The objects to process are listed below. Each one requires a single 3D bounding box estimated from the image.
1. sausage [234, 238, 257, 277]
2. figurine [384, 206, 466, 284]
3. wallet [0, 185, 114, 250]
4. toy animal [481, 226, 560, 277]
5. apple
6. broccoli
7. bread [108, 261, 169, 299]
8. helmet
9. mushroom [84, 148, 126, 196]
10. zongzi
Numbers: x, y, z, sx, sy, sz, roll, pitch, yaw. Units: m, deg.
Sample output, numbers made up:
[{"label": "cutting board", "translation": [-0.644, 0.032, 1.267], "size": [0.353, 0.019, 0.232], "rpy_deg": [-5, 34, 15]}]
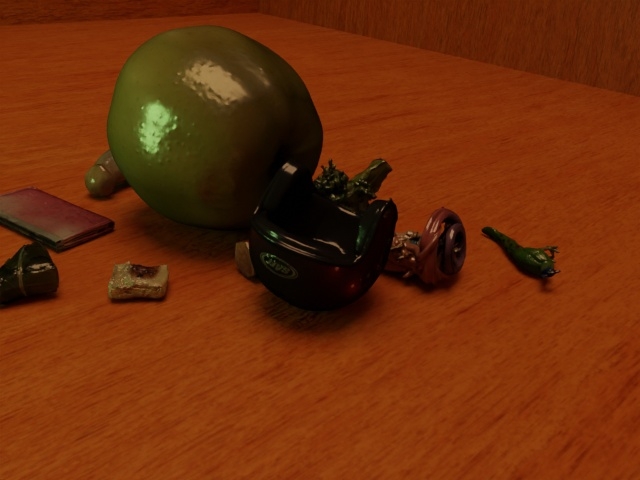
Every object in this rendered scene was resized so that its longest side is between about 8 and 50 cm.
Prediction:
[{"label": "sausage", "translation": [-0.051, 0.009, 1.045], "size": [0.169, 0.065, 0.065], "rpy_deg": [-15, 32, -36]}, {"label": "figurine", "translation": [0.151, 0.018, 1.030], "size": [0.157, 0.126, 0.114], "rpy_deg": [-15, 66, 15]}, {"label": "wallet", "translation": [-0.474, -0.044, 1.130], "size": [0.232, 0.025, 0.119], "rpy_deg": [20, 31, 29]}, {"label": "toy animal", "translation": [0.355, 0.017, 1.123], "size": [0.075, 0.041, 0.217], "rpy_deg": [-3, 23, -12]}, {"label": "apple", "translation": [-0.170, -0.178, 1.113], "size": [0.357, 0.357, 0.357], "rpy_deg": [4, 26, -2]}, {"label": "broccoli", "translation": [0.052, -0.078, 1.126], "size": [0.160, 0.167, 0.154], "rpy_deg": [-44, 36, 0]}, {"label": "bread", "translation": [-0.261, 0.058, 0.945], "size": [0.083, 0.035, 0.070], "rpy_deg": [4, 27, -8]}, {"label": "helmet", "translation": [0.000, 0.000, 0.923], "size": [0.189, 0.193, 0.216], "rpy_deg": [27, 28, 22]}, {"label": "mushroom", "translation": [-0.357, -0.162, 1.322], "size": [0.270, 0.103, 0.118], "rpy_deg": [-31, 37, -35]}, {"label": "zongzi", "translation": [-0.436, 0.048, 0.925], "size": [0.119, 0.055, 0.109], "rpy_deg": [-21, 32, -23]}]
